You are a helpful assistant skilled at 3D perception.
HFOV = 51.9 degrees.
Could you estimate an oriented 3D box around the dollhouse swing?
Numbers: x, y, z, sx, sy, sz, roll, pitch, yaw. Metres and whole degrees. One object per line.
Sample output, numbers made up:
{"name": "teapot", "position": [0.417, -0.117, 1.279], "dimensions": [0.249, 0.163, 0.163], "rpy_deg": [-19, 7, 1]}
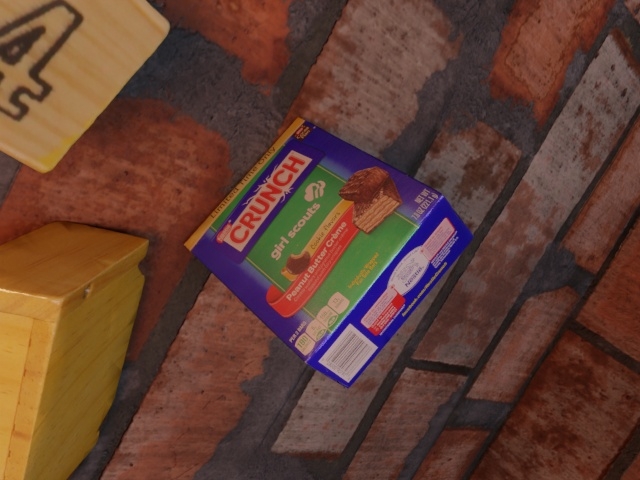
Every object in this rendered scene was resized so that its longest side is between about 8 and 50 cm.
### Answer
{"name": "dollhouse swing", "position": [-0.444, 0.140, 0.818], "dimensions": [0.315, 0.305, 0.347], "rpy_deg": [-59, 169, -70]}

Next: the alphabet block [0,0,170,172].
{"name": "alphabet block", "position": [-0.295, -0.215, 0.597], "dimensions": [0.193, 0.192, 0.197], "rpy_deg": [-47, 142, 5]}

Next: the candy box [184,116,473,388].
{"name": "candy box", "position": [0.000, 0.000, 0.922], "dimensions": [0.268, 0.317, 0.122], "rpy_deg": [-50, 136, -4]}
